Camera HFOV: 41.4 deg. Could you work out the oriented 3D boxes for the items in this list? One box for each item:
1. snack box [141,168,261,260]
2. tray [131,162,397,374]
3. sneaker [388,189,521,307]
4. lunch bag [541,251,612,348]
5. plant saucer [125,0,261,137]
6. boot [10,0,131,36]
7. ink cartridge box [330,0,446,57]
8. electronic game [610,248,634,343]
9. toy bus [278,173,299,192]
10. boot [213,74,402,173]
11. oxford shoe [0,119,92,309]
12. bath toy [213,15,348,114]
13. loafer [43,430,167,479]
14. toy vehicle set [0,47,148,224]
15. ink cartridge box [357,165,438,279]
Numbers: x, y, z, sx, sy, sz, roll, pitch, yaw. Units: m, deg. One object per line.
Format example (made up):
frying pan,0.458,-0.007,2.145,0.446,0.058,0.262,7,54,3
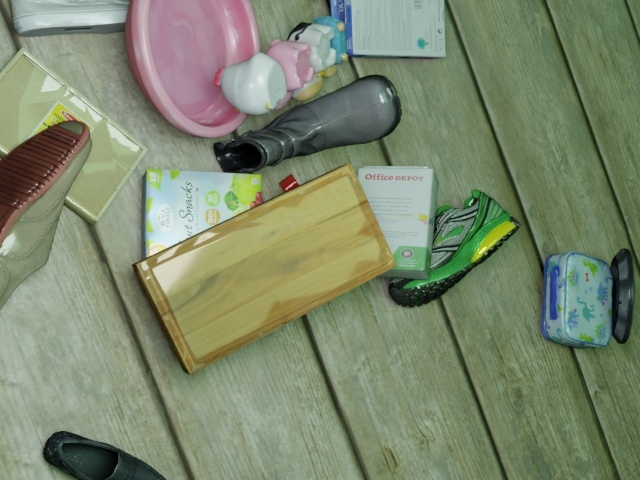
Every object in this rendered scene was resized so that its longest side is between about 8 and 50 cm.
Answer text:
snack box,-0.210,-0.032,1.500,0.207,0.070,0.174,1,81,-18
tray,-0.089,0.043,1.456,0.411,0.076,0.202,-27,96,-17
sneaker,0.263,0.019,1.805,0.343,0.134,0.146,-36,76,-28
lunch bag,0.604,0.140,2.004,0.176,0.090,0.219,13,75,-31
plant saucer,-0.229,-0.345,1.497,0.332,0.084,0.332,2,88,-58
boot,-0.400,-0.423,1.451,0.258,0.095,0.123,-12,95,-33
ink cartridge box,0.135,-0.485,1.811,0.311,0.065,0.185,-7,98,-36
electronic game,0.724,0.133,2.032,0.048,0.229,0.229,2,77,11
toy bus,-0.035,-0.008,1.602,0.202,0.104,0.191,24,87,10
boot,-0.029,-0.186,1.510,0.223,0.338,0.118,-28,98,-36
oxford shoe,-0.467,-0.036,1.335,0.348,0.123,0.130,-54,143,-15
bath toy,-0.072,-0.311,1.557,0.348,0.129,0.151,-43,136,-53
loafer,-0.338,0.373,1.364,0.223,0.078,0.076,33,66,-24
toy vehicle set,-0.441,-0.172,1.418,0.267,0.035,0.166,40,63,-21
ink cartridge box,0.147,-0.036,1.693,0.093,0.154,0.212,43,51,-68
